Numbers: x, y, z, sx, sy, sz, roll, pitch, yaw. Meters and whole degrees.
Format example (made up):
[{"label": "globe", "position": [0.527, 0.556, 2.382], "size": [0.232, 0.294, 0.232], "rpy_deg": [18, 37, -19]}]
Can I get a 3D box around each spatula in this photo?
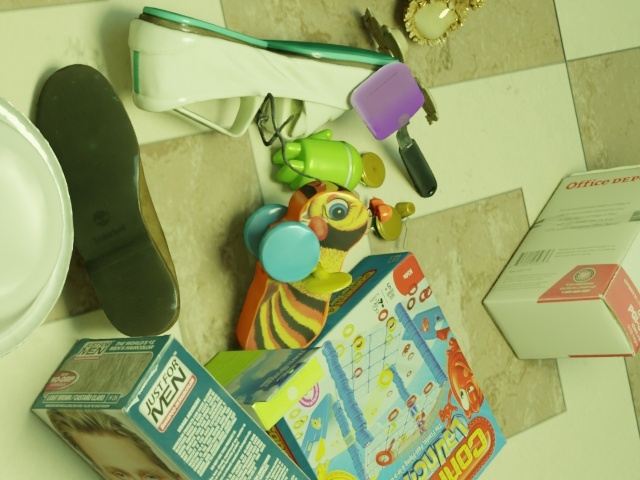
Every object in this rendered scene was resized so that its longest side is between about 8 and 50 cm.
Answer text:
[{"label": "spatula", "position": [0.109, -0.128, 1.913], "size": [0.084, 0.030, 0.296], "rpy_deg": [-41, 151, -5]}]

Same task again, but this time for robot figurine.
[{"label": "robot figurine", "position": [0.002, -0.091, 1.852], "size": [0.115, 0.067, 0.101], "rpy_deg": [4, 59, -28]}]

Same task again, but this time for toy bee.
[{"label": "toy bee", "position": [0.000, 0.000, 1.735], "size": [0.162, 0.298, 0.195], "rpy_deg": [3, 37, -17]}]

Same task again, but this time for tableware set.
[{"label": "tableware set", "position": [0.065, -0.060, 1.952], "size": [0.154, 0.024, 0.104], "rpy_deg": [30, 61, -36]}, {"label": "tableware set", "position": [0.100, -0.223, 1.937], "size": [0.020, 0.141, 0.169], "rpy_deg": [-29, 107, -8]}]

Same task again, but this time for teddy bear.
[{"label": "teddy bear", "position": [0.175, -0.419, 2.052], "size": [0.245, 0.113, 0.338], "rpy_deg": [31, 69, -37]}]

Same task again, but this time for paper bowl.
[{"label": "paper bowl", "position": [-0.362, -0.017, 1.447], "size": [0.284, 0.148, 0.284], "rpy_deg": [8, 78, -42]}]

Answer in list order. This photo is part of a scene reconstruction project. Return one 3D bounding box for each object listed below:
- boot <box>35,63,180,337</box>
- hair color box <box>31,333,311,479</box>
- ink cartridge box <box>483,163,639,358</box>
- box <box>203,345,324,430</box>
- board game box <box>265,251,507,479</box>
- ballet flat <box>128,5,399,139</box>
[{"label": "boot", "position": [-0.226, -0.040, 1.634], "size": [0.115, 0.112, 0.305], "rpy_deg": [22, 49, -83]}, {"label": "hair color box", "position": [-0.127, 0.252, 1.618], "size": [0.347, 0.174, 0.105], "rpy_deg": [50, 55, -27]}, {"label": "ink cartridge box", "position": [0.391, 0.028, 2.122], "size": [0.117, 0.207, 0.283], "rpy_deg": [56, 52, -25]}, {"label": "box", "position": [-0.080, 0.164, 1.671], "size": [0.109, 0.178, 0.042], "rpy_deg": [-42, 113, -38]}, {"label": "board game box", "position": [0.066, 0.221, 1.868], "size": [0.308, 0.086, 0.302], "rpy_deg": [-43, 113, -38]}, {"label": "ballet flat", "position": [-0.069, -0.184, 1.778], "size": [0.400, 0.139, 0.139], "rpy_deg": [3, 82, -45]}]
